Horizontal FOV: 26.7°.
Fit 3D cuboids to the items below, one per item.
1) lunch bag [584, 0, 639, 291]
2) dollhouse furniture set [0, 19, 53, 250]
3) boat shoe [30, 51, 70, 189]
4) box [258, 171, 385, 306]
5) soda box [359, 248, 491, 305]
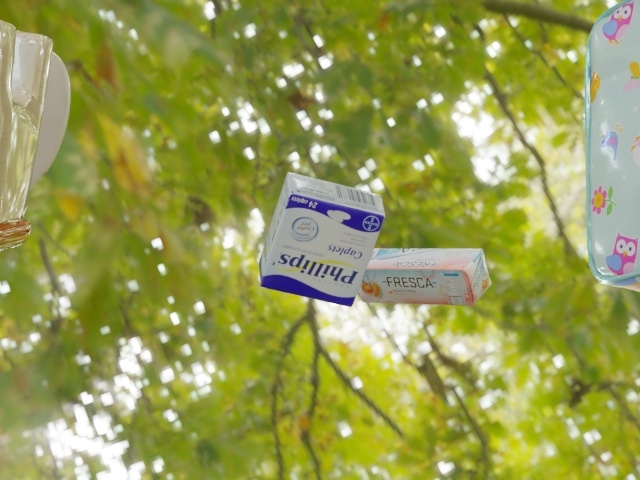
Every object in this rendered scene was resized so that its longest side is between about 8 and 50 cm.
[{"bbox_3d":[0.324,-0.095,1.168,0.108,0.279,0.224,12,-18,-25],"label":"lunch bag"},{"bbox_3d":[-0.282,-0.033,0.496,0.374,0.152,0.201,11,5,1],"label":"dollhouse furniture set"},{"bbox_3d":[-0.376,-0.052,1.351,0.127,0.158,0.340,29,-92,-33],"label":"boat shoe"},{"bbox_3d":[0.000,0.000,1.694,0.126,0.072,0.137,13,-66,-11],"label":"box"},{"bbox_3d":[0.138,0.049,1.845,0.063,0.183,0.058,-41,-57,-46],"label":"soda box"}]
